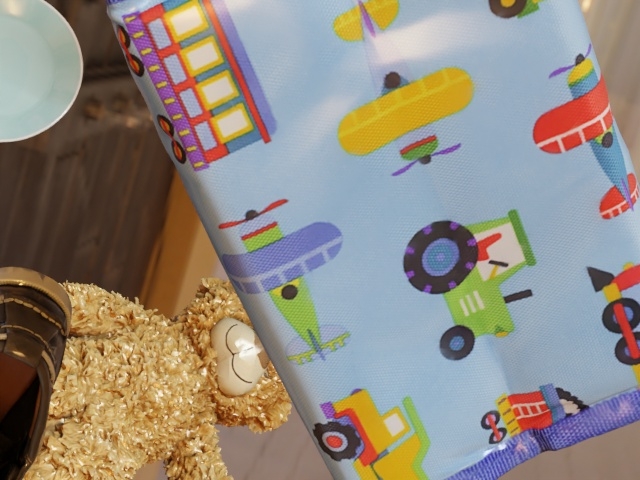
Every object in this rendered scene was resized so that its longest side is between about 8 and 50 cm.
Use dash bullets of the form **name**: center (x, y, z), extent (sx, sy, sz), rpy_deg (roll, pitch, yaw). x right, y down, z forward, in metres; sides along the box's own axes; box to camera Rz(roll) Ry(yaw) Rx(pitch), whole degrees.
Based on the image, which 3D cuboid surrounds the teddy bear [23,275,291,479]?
- **teddy bear**: center (-0.169, 0.140, 1.236), extent (0.338, 0.113, 0.245), rpy_deg (-2, 57, -21)

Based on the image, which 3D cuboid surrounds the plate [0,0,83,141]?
- **plate**: center (-0.367, -0.199, 1.571), extent (0.188, 0.188, 0.024), rpy_deg (15, -17, -12)

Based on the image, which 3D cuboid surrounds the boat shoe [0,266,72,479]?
- **boat shoe**: center (-0.207, 0.126, 0.773), extent (0.084, 0.233, 0.079), rpy_deg (18, 27, -24)

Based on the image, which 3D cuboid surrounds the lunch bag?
- **lunch bag**: center (0.012, -0.060, 0.562), extent (0.138, 0.221, 0.293), rpy_deg (-24, 23, 0)
